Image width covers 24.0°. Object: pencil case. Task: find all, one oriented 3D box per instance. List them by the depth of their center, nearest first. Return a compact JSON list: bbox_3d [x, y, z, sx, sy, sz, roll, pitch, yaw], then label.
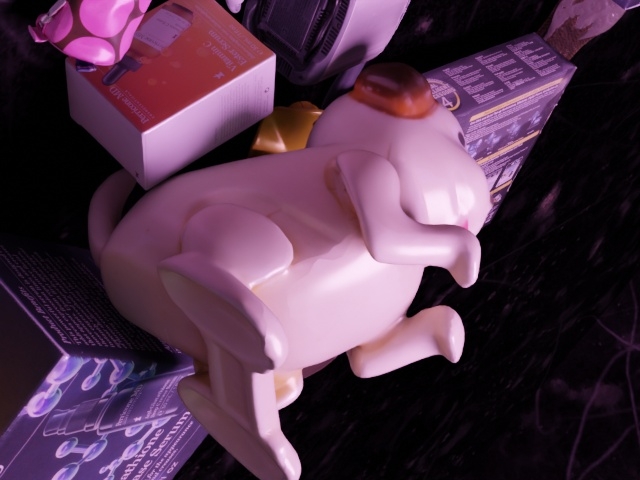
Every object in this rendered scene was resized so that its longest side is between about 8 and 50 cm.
[{"bbox_3d":[-0.184,-0.260,1.363,0.098,0.095,0.209,9,120,-38],"label":"pencil case"}]

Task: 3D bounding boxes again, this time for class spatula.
[{"bbox_3d":[0.059,-0.262,1.821,0.084,0.030,0.296,-19,144,-45],"label":"spatula"}]

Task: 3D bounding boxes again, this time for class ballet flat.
[{"bbox_3d":[0.359,-0.304,2.169,0.250,0.084,0.058,-51,-175,40],"label":"ballet flat"}]

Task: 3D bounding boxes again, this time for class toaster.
[{"bbox_3d":[0.015,-0.266,1.626,0.146,0.129,0.227,-24,146,-45],"label":"toaster"}]

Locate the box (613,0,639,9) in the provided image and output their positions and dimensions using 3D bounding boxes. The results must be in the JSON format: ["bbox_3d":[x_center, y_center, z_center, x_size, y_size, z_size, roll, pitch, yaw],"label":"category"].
[{"bbox_3d":[0.418,-0.436,1.991,0.108,0.153,0.207,-24,147,-40],"label":"box"}]

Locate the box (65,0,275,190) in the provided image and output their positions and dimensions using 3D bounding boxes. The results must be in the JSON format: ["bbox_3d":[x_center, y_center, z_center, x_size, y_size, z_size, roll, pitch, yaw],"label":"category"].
[{"bbox_3d":[-0.150,-0.156,1.520,0.170,0.130,0.091,-35,154,-26],"label":"box"}]

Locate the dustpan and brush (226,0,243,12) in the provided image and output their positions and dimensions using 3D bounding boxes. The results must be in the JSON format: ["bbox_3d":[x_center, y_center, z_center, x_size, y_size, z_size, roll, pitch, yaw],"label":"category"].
[{"bbox_3d":[-0.087,-0.294,1.518,0.147,0.060,0.211,-51,152,-22],"label":"dustpan and brush"}]

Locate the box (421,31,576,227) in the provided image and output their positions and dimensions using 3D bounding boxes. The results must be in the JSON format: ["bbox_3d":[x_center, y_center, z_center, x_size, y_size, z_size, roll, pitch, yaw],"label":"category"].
[{"bbox_3d":[0.147,-0.095,2.049,0.395,0.097,0.318,-25,152,-41],"label":"box"}]

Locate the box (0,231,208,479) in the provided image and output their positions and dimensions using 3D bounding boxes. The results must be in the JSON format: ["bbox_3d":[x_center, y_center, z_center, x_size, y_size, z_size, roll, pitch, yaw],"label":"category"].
[{"bbox_3d":[-0.309,0.176,1.671,0.293,0.212,0.395,-52,155,12],"label":"box"}]

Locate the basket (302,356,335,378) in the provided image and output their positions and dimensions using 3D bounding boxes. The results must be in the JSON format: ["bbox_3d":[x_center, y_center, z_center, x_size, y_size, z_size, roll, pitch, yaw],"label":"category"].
[{"bbox_3d":[-0.066,0.042,1.761,0.204,0.227,0.154,-13,145,-19],"label":"basket"}]

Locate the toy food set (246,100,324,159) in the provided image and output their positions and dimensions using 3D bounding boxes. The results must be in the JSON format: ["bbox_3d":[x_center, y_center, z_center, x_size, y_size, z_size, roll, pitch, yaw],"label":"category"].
[{"bbox_3d":[-0.048,-0.095,1.872,0.128,0.071,0.218,-2,133,-25],"label":"toy food set"}]

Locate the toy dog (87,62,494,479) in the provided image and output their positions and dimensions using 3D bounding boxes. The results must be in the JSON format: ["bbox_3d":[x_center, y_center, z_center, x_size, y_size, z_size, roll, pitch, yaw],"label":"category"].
[{"bbox_3d":[0.000,0.000,1.579,0.408,0.395,0.285,-36,136,-27],"label":"toy dog"}]
